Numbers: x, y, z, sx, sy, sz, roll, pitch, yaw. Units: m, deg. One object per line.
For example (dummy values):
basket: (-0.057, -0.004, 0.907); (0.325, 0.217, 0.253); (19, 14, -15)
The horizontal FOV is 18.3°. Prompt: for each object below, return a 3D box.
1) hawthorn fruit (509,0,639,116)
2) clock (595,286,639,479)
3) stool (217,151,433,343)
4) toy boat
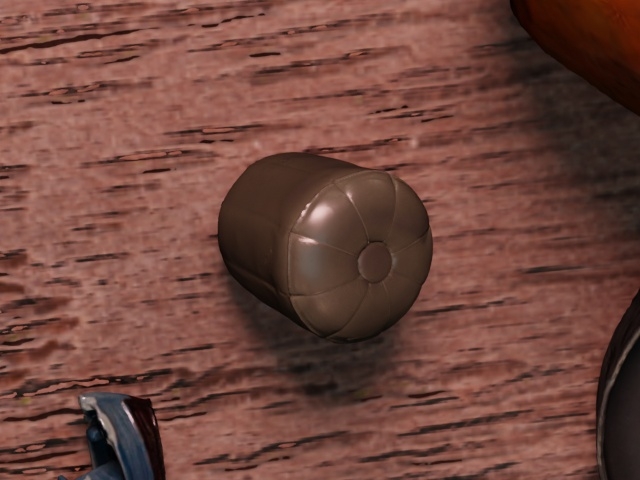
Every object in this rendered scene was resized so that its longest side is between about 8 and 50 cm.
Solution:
hawthorn fruit: (0.190, -0.182, 0.974); (0.298, 0.277, 0.277); (9, 114, 24)
clock: (0.299, 0.104, 1.178); (0.280, 0.055, 0.281); (0, 116, 0)
stool: (0.000, 0.000, 1.084); (0.096, 0.110, 0.096); (-11, 110, -32)
toy boat: (-0.124, 0.149, 1.162); (0.061, 0.060, 0.137); (-11, 118, -25)
